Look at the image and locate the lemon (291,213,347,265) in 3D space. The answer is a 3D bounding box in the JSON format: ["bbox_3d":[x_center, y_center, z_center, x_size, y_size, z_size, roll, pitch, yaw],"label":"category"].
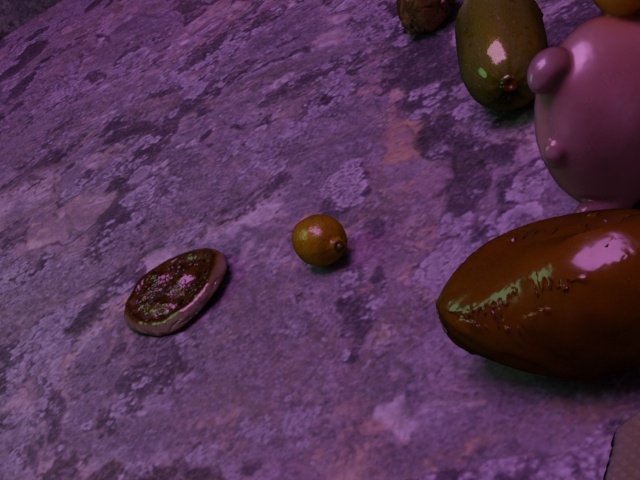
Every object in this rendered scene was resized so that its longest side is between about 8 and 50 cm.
[{"bbox_3d":[0.000,0.000,1.322,0.062,0.062,0.083,-45,31,-20],"label":"lemon"}]

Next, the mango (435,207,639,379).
[{"bbox_3d":[0.216,0.046,0.981,0.248,0.156,0.151,-8,75,36],"label":"mango"}]

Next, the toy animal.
[{"bbox_3d":[0.370,-0.185,1.075,0.247,0.278,0.345,25,58,39],"label":"toy animal"}]

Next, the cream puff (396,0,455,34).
[{"bbox_3d":[0.154,-0.375,1.674,0.104,0.119,0.133,-10,61,4],"label":"cream puff"}]

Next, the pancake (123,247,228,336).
[{"bbox_3d":[-0.186,0.062,1.435,0.158,0.028,0.158,-25,31,17],"label":"pancake"}]

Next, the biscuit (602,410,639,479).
[{"bbox_3d":[0.313,0.153,0.831,0.252,0.052,0.150,-36,27,-8],"label":"biscuit"}]

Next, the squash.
[{"bbox_3d":[0.229,-0.229,1.392,0.123,0.123,0.187,-21,36,18],"label":"squash"}]
